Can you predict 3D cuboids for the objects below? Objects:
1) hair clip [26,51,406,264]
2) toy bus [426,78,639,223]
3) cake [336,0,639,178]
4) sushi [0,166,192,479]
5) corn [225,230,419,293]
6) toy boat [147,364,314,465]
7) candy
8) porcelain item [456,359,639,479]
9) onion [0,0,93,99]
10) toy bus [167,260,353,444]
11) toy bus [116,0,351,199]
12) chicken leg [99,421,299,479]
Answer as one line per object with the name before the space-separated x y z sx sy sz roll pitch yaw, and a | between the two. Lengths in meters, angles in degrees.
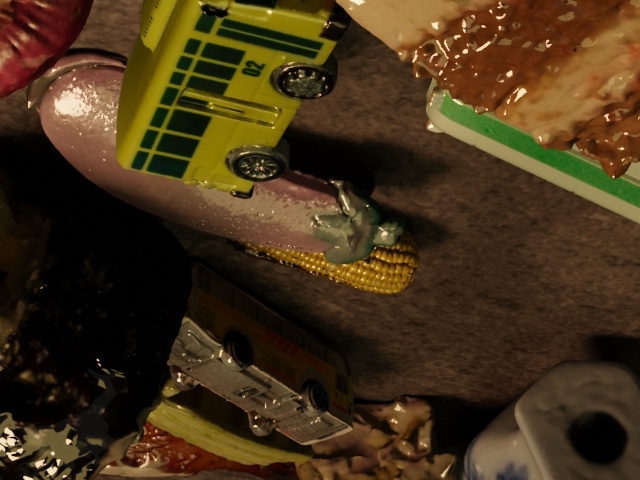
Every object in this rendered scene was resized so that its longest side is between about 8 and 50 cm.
hair clip | -0.098 -0.065 1.603 0.359 0.095 0.110 19 163 -19
toy bus | 0.223 -0.111 1.361 0.276 0.164 0.133 26 149 5
cake | 0.161 -0.230 1.120 0.290 0.282 0.256 23 140 -26
sushi | -0.309 0.080 1.637 0.285 0.328 0.329 34 139 -25
corn | 0.000 0.000 1.711 0.203 0.072 0.072 17 146 -21
toy boat | -0.121 0.163 1.946 0.084 0.111 0.276 -18 144 39
candy | 0.069 0.284 2.080 0.185 0.137 0.195 -9 140 3
porcelain item | 0.263 0.299 2.014 0.179 0.242 0.405 -16 154 -16
onion | -0.277 -0.211 1.316 0.230 0.230 0.163 22 -174 -28
toy bus | -0.073 0.122 1.881 0.092 0.106 0.268 -22 139 35
toy bus | -0.069 -0.155 1.405 0.150 0.128 0.262 12 148 -14
chicken leg | -0.180 0.239 2.097 0.407 0.095 0.158 10 154 -18
